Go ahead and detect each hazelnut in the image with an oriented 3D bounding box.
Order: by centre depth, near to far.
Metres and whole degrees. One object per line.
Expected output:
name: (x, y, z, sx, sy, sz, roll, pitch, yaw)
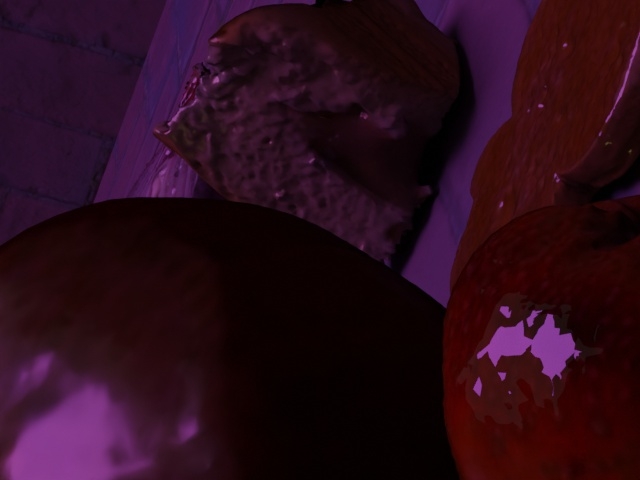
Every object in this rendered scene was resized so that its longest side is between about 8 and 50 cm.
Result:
hazelnut: (-0.052, 0.129, 0.941, 0.366, 0.366, 0.366, -163, 90, -75)

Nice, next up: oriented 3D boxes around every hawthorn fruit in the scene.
hawthorn fruit: (0.140, 0.082, 0.732, 0.179, 0.179, 0.200, -124, 31, -71)

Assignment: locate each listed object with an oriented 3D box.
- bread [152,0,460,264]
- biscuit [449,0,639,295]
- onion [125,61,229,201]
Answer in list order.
bread: (-0.001, -0.123, 1.376, 0.183, 0.224, 0.211, -55, 14, 35)
biscuit: (0.156, -0.071, 1.053, 0.202, 0.044, 0.289, -116, 43, -70)
onion: (-0.121, -0.004, 1.777, 0.267, 0.159, 0.349, 7, 73, 63)
